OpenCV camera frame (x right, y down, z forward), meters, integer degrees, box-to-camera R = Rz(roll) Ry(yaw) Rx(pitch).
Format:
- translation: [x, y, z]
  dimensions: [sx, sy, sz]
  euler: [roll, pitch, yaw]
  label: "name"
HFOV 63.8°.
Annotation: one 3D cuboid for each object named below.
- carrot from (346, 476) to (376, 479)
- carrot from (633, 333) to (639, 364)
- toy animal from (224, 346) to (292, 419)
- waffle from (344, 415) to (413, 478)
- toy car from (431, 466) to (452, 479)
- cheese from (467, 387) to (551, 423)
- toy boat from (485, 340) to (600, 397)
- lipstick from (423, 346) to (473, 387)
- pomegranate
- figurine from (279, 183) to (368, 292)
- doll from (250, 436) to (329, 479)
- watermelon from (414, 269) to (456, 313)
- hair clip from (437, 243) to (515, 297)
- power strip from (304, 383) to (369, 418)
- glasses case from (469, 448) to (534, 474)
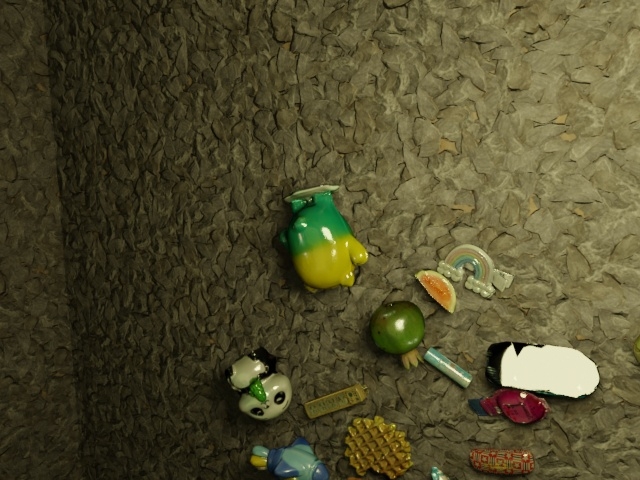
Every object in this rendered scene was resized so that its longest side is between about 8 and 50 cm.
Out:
- translation: [0.211, 0.908, 1.739]
  dimensions: [0.254, 0.196, 0.196]
  euler: [-7, 95, 19]
  label: "carrot"
- translation: [0.934, 0.326, 1.268]
  dimensions: [0.302, 0.139, 0.138]
  euler: [37, 115, 12]
  label: "carrot"
- translation: [-0.230, 0.549, 1.948]
  dimensions: [0.212, 0.212, 0.266]
  euler: [-44, 73, 29]
  label: "toy animal"
- translation: [0.203, 0.742, 1.814]
  dimensions: [0.253, 0.056, 0.249]
  euler: [23, 110, 24]
  label: "waffle"
- translation: [0.424, 0.819, 1.674]
  dimensions: [0.098, 0.126, 0.161]
  euler: [-19, 78, 10]
  label: "toy car"
- translation: [0.564, 0.496, 1.545]
  dimensions: [0.244, 0.062, 0.155]
  euler: [-21, 112, 44]
  label: "cheese"
- translation: [0.634, 0.375, 1.482]
  dimensions: [0.299, 0.092, 0.134]
  euler: [4, 67, 24]
  label: "toy boat"
- translation: [0.407, 0.405, 1.639]
  dimensions: [0.158, 0.048, 0.048]
  euler: [34, 114, 21]
  label: "lipstick"
- translation: [0.257, 0.303, 1.642]
  dimensions: [0.187, 0.187, 0.225]
  euler: [-21, 100, 32]
  label: "pomegranate"
- translation: [0.000, 0.000, 1.706]
  dimensions: [0.324, 0.231, 0.340]
  euler: [-15, 85, 33]
  label: "figurine"
- translation: [-0.086, 0.910, 1.936]
  dimensions: [0.376, 0.187, 0.365]
  euler: [-29, 93, 3]
  label: "doll"
- translation: [0.369, 0.145, 1.603]
  dimensions: [0.069, 0.087, 0.163]
  euler: [-44, 84, 8]
  label: "watermelon"
- translation: [0.468, 0.085, 1.551]
  dimensions: [0.220, 0.054, 0.140]
  euler: [30, 125, 27]
  label: "hair clip"
- translation: [0.054, 0.587, 1.882]
  dimensions: [0.305, 0.044, 0.064]
  euler: [-30, 82, 31]
  label: "power strip"
- translation: [0.561, 0.688, 1.596]
  dimensions: [0.194, 0.049, 0.073]
  euler: [-14, 92, 32]
  label: "glasses case"
